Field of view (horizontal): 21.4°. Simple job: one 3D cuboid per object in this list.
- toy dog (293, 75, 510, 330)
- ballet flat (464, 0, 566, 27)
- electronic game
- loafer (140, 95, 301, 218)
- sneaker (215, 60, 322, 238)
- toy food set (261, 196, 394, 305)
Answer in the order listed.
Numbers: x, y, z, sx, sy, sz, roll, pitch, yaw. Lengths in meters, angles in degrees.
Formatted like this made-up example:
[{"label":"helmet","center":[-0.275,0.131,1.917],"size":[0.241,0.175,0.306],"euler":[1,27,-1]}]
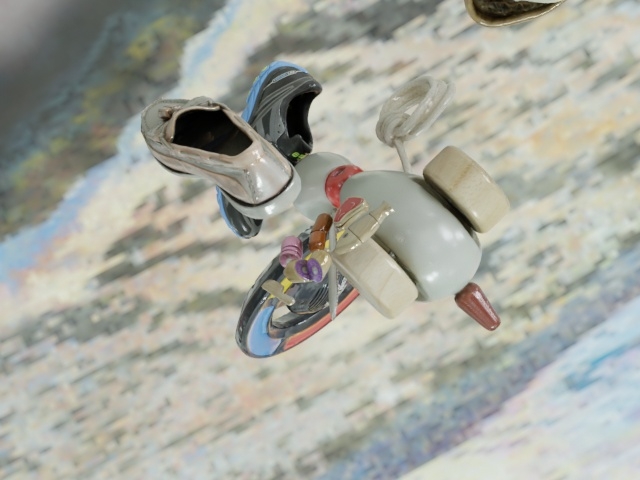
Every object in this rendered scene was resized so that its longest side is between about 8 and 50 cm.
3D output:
[{"label":"toy dog","center":[0.082,-0.002,1.602],"size":[0.220,0.161,0.334],"euler":[-33,-159,12]},{"label":"ballet flat","center":[0.207,-0.238,1.158],"size":[0.342,0.116,0.124],"euler":[-28,-150,50]},{"label":"electronic game","center":[-0.001,0.045,1.858],"size":[0.229,0.048,0.229],"euler":[-37,159,-17]},{"label":"loafer","center":[-0.054,-0.051,0.835],"size":[0.045,0.125,0.039],"euler":[-42,130,-13]},{"label":"sneaker","center":[-0.051,-0.090,1.742],"size":[0.067,0.078,0.188],"euler":[11,101,-61]},{"label":"toy food set","center":[0.000,0.000,1.444],"size":[0.122,0.019,0.078],"euler":[-44,-150,-10]}]
